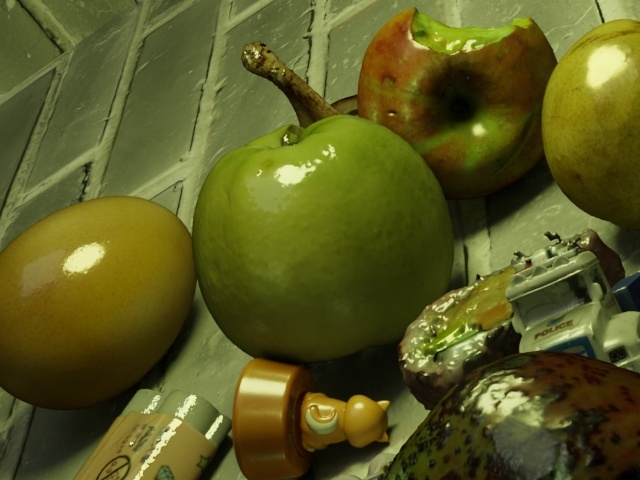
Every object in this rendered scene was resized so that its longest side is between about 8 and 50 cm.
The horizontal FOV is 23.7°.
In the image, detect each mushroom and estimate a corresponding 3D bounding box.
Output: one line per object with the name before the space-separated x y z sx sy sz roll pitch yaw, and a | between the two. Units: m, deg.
mushroom | -0.020 -0.190 2.092 0.227 0.217 0.148 -13 35 44

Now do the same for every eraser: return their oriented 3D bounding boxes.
eraser | -0.235 0.304 1.738 0.171 0.087 0.290 -4 43 48

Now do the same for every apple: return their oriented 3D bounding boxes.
apple | 0.159 -0.174 1.792 0.246 0.246 0.226 -36 16 10
apple | 0.000 0.000 1.686 0.292 0.254 0.292 -19 13 5

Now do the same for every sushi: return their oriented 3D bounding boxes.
sushi | 0.179 0.085 1.495 0.161 0.107 0.241 -5 34 50

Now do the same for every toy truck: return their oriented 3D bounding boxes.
toy truck | 0.231 0.085 1.306 0.161 0.177 0.213 -25 -3 23

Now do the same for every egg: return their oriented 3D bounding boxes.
egg | -0.305 0.078 2.013 0.322 0.250 0.250 -42 24 -17

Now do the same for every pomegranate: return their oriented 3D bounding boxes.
pomegranate | 0.138 0.215 1.067 0.285 0.285 0.340 -16 -10 42

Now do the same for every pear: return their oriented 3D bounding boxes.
pear | 0.321 -0.110 1.519 0.209 0.209 0.209 -32 26 18

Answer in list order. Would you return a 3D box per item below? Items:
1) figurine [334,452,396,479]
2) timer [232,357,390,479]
figurine | 0.076 0.257 1.345 0.194 0.133 0.274 -18 17 17
timer | 0.000 0.189 1.594 0.152 0.132 0.132 -1 39 18
